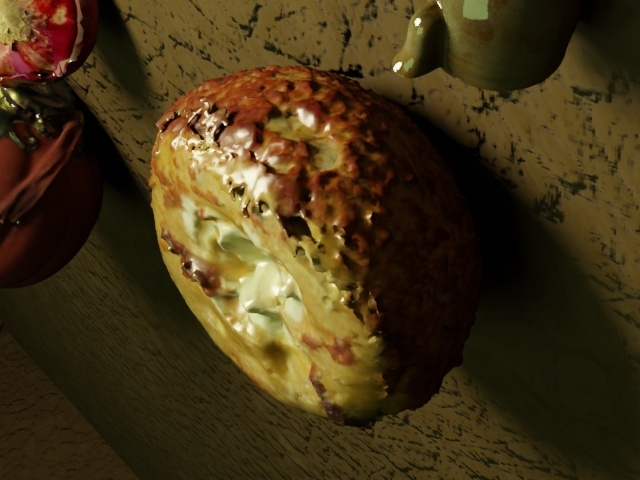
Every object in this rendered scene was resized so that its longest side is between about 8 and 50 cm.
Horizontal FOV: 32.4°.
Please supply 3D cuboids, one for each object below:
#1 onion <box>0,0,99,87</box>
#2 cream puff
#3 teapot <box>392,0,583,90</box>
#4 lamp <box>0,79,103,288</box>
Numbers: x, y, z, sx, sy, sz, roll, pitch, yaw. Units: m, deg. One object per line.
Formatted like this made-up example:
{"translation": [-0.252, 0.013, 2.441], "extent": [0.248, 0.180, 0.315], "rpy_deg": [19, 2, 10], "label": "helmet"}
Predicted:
{"translation": [-0.264, -0.214, 0.991], "extent": [0.150, 0.150, 0.140], "rpy_deg": [59, -164, -15], "label": "onion"}
{"translation": [0.001, 0.000, 0.684], "extent": [0.240, 0.164, 0.240], "rpy_deg": [28, 138, 29], "label": "cream puff"}
{"translation": [0.063, -0.119, 0.484], "extent": [0.080, 0.085, 0.110], "rpy_deg": [94, 155, -58], "label": "teapot"}
{"translation": [-0.386, -0.084, 1.219], "extent": [0.303, 0.257, 0.303], "rpy_deg": [37, -162, -14], "label": "lamp"}
